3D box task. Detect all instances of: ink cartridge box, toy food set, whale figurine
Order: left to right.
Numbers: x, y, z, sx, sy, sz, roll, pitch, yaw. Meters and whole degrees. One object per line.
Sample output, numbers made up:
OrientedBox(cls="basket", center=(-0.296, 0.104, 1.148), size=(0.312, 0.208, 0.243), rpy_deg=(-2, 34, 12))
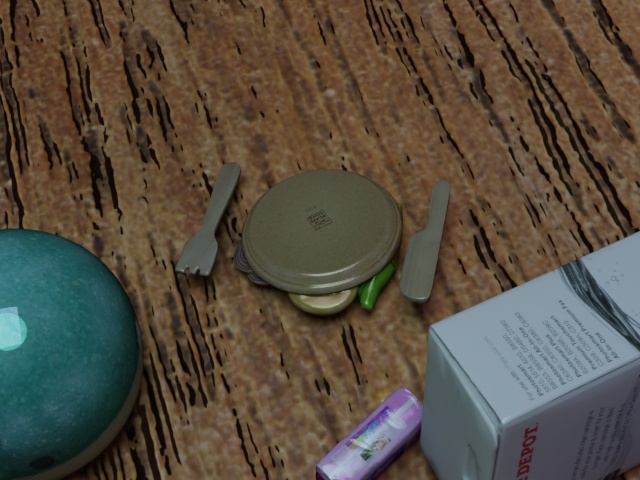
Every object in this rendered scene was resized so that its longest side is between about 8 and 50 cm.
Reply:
OrientedBox(cls="whale figurine", center=(-0.261, 0.082, 0.768), size=(0.272, 0.141, 0.216), rpy_deg=(-11, 58, -2))
OrientedBox(cls="toy food set", center=(0.000, 0.000, 0.867), size=(0.192, 0.038, 0.132), rpy_deg=(7, 52, 15))
OrientedBox(cls="ink cartridge box", center=(0.169, 0.085, 0.716), size=(0.203, 0.148, 0.086), rpy_deg=(-21, 52, -16))

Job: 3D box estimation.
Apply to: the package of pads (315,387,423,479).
OrientedBox(cls="package of pads", center=(0.034, 0.140, 0.763), size=(0.083, 0.050, 0.032), rpy_deg=(-41, 69, -19))
